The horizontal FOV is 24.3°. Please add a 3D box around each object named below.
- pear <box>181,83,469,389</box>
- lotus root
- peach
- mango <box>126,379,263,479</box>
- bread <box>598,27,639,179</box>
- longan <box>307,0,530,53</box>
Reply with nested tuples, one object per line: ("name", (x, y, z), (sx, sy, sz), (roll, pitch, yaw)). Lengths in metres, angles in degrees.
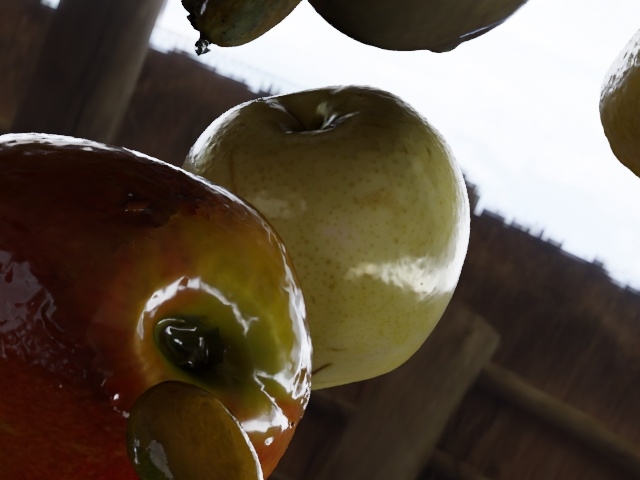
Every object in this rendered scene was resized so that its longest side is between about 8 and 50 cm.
("pear", (0.000, 0.000, 1.463), (0.309, 0.309, 0.309), (20, -161, -7))
("lotus root", (-0.065, -0.312, 1.644), (0.123, 0.241, 0.124), (-12, -116, -53))
("peach", (-0.189, 0.073, 1.151), (0.372, 0.290, 0.372), (12, 164, 3))
("mango", (-0.076, 0.137, 0.926), (0.079, 0.057, 0.114), (-4, -132, -44))
("bread", (0.352, -0.124, 1.326), (0.197, 0.170, 0.197), (5, -117, -10))
("longan", (0.070, -0.229, 1.040), (0.220, 0.196, 0.196), (-1, -150, -45))
